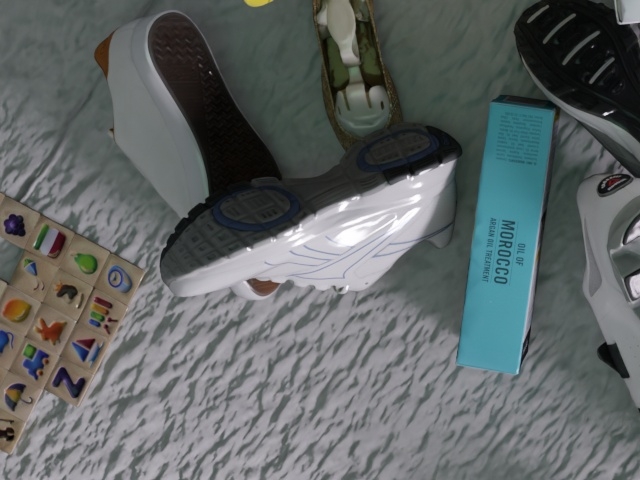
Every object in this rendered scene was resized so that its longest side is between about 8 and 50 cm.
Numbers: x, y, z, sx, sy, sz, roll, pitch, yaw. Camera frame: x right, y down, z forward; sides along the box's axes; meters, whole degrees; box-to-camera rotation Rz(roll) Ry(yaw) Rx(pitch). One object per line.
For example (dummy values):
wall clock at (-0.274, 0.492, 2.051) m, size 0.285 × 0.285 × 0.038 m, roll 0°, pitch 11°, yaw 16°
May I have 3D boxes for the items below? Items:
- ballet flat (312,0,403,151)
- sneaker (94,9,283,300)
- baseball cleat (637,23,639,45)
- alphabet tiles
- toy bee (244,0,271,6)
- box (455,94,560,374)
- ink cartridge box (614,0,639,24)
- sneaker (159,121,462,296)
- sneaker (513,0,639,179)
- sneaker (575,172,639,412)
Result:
ballet flat at (0.028, -0.159, 1.760) m, size 0.073 × 0.067 × 0.206 m, roll -15°, pitch 97°, yaw 10°
sneaker at (-0.123, -0.077, 1.801) m, size 0.123 × 0.106 × 0.290 m, roll -8°, pitch 109°, yaw 46°
baseball cleat at (0.380, -0.176, 1.670) m, size 0.206 × 0.072 × 0.109 m, roll 34°, pitch 93°, yaw 35°
alphabet tiles at (-0.310, 0.086, 1.888) m, size 0.198 × 0.009 × 0.237 m, roll 28°, pitch 103°, yaw 4°
toy bee at (-0.004, -0.315, 1.689) m, size 0.162 × 0.298 × 0.195 m, roll 25°, pitch 129°, yaw -33°
box at (0.173, -0.008, 1.742) m, size 0.060 × 0.100 × 0.244 m, roll 9°, pitch 100°, yaw 10°
ink cartridge box at (0.326, -0.244, 1.620) m, size 0.154 × 0.212 × 0.093 m, roll -6°, pitch 99°, yaw 10°
sneaker at (0.000, 0.000, 1.725) m, size 0.297 × 0.111 × 0.129 m, roll -19°, pitch 124°, yaw -10°
sneaker at (0.277, -0.114, 1.709) m, size 0.100 × 0.108 × 0.271 m, roll -42°, pitch 72°, yaw -11°
sneaker at (0.315, 0.076, 1.735) m, size 0.122 × 0.146 × 0.330 m, roll -25°, pitch 118°, yaw -12°
